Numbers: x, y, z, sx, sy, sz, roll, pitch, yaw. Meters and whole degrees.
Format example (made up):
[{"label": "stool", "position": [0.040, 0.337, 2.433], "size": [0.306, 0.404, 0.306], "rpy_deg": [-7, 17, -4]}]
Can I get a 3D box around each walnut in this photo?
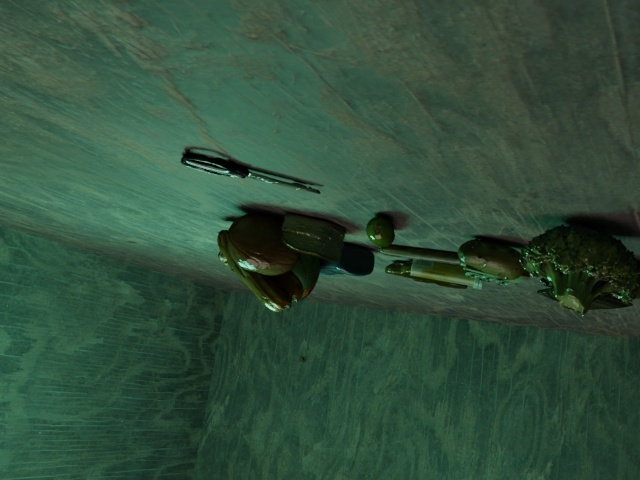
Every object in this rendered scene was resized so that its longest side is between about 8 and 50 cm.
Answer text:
[{"label": "walnut", "position": [-0.155, 0.012, 1.884], "size": [0.207, 0.168, 0.167], "rpy_deg": [19, 167, -28]}]

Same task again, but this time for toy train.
[{"label": "toy train", "position": [0.475, 0.070, 1.900], "size": [0.175, 0.074, 0.118], "rpy_deg": [16, 159, -9]}]

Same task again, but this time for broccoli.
[{"label": "broccoli", "position": [0.545, 0.060, 1.444], "size": [0.176, 0.226, 0.198], "rpy_deg": [-34, -174, -22]}]

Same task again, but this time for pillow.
[{"label": "pillow", "position": [0.844, 0.184, 2.230], "size": [0.208, 0.052, 0.212], "rpy_deg": [16, 166, -22]}]

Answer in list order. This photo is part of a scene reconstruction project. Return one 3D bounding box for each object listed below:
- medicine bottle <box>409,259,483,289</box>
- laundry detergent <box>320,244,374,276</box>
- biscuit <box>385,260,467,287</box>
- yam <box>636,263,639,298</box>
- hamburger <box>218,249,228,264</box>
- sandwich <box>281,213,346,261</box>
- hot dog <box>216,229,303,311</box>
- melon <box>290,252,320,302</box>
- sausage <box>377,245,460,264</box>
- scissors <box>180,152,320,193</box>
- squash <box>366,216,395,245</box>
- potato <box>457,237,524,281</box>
[{"label": "medicine bottle", "position": [0.384, 0.093, 2.107], "size": [0.217, 0.074, 0.074], "rpy_deg": [10, 170, 8]}, {"label": "laundry detergent", "position": [0.044, 0.065, 2.223], "size": [0.143, 0.094, 0.289], "rpy_deg": [7, 176, -30]}, {"label": "biscuit", "position": [0.363, 0.114, 2.300], "size": [0.301, 0.049, 0.196], "rpy_deg": [15, 173, -29]}, {"label": "yam", "position": [0.803, 0.106, 1.726], "size": [0.259, 0.093, 0.093], "rpy_deg": [13, 170, -19]}, {"label": "hamburger", "position": [-0.236, 0.050, 2.305], "size": [0.210, 0.116, 0.173], "rpy_deg": [8, 173, 11]}, {"label": "sandwich", "position": [0.000, 0.000, 1.865], "size": [0.096, 0.094, 0.258], "rpy_deg": [7, 172, 38]}, {"label": "hot dog", "position": [-0.184, 0.073, 2.004], "size": [0.337, 0.135, 0.100], "rpy_deg": [45, 148, 26]}, {"label": "melon", "position": [-0.094, 0.097, 2.155], "size": [0.182, 0.182, 0.288], "rpy_deg": [11, 148, -8]}, {"label": "sausage", "position": [0.293, 0.041, 1.992], "size": [0.268, 0.033, 0.033], "rpy_deg": [7, 170, 14]}, {"label": "scissors", "position": [-0.138, -0.135, 1.440], "size": [0.299, 0.022, 0.109], "rpy_deg": [11, 174, -18]}, {"label": "squash", "position": [0.151, -0.017, 1.721], "size": [0.066, 0.067, 0.201], "rpy_deg": [8, 173, 10]}, {"label": "potato", "position": [0.433, 0.045, 1.740], "size": [0.188, 0.085, 0.105], "rpy_deg": [16, 148, -13]}]
